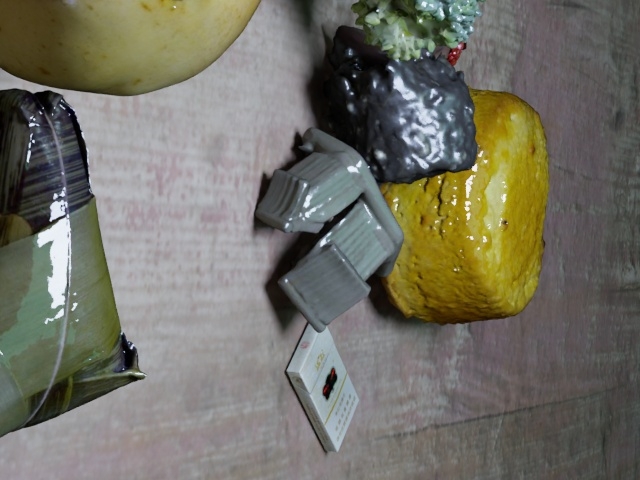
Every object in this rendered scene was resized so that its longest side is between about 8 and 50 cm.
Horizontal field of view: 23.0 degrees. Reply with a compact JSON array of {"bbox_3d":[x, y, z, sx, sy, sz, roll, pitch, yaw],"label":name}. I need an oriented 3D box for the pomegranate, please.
[{"bbox_3d":[-0.188,-0.272,1.335,0.319,0.319,0.319,-10,101,-63],"label":"pomegranate"}]

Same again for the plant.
[{"bbox_3d":[0.102,-0.180,1.992,0.204,0.178,0.234,-6,91,-26],"label":"plant"}]

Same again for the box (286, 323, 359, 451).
[{"bbox_3d":[0.005,0.189,2.042,0.090,0.024,0.167,-65,146,-37],"label":"box"}]

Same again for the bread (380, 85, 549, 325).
[{"bbox_3d":[0.204,-0.059,2.224,0.337,0.204,0.358,18,74,-67],"label":"bread"}]

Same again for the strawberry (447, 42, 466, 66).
[{"bbox_3d":[0.149,-0.282,2.181,0.188,0.121,0.082,51,54,-56],"label":"strawberry"}]

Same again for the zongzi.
[{"bbox_3d":[-0.308,0.038,1.292,0.317,0.154,0.289,-27,108,-54],"label":"zongzi"}]

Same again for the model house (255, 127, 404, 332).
[{"bbox_3d":[0.008,-0.003,1.937,0.188,0.122,0.229,-47,120,-35],"label":"model house"}]

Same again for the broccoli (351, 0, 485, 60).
[{"bbox_3d":[0.070,-0.385,1.813,0.317,0.338,0.277,57,50,-71],"label":"broccoli"}]
